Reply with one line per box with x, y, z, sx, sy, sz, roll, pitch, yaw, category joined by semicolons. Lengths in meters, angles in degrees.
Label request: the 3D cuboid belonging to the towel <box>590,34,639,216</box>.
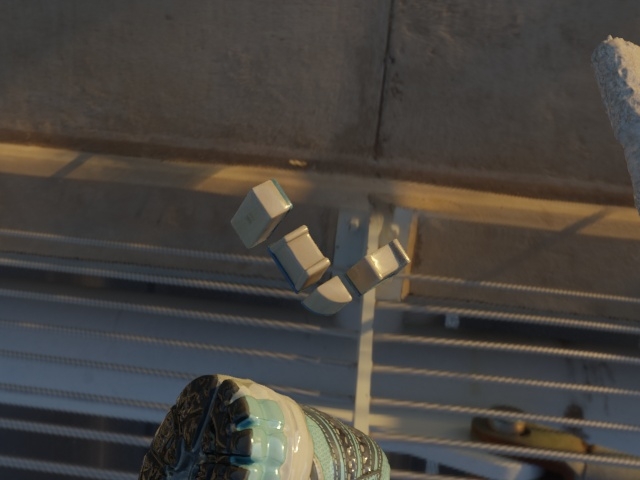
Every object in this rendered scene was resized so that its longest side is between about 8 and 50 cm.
0.326;-0.048;0.659;0.282;0.187;0.049;13;147;-38;towel

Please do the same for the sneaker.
-0.063;0.198;0.445;0.122;0.110;0.283;20;123;-30;sneaker

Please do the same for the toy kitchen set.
0.000;0.000;1.190;0.166;0.122;0.207;-29;82;-30;toy kitchen set
